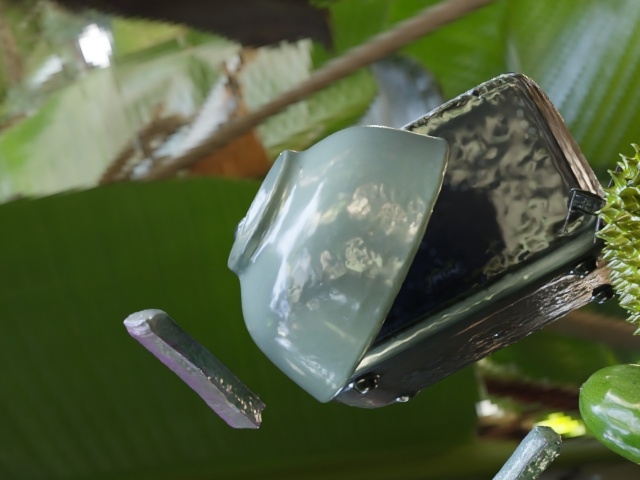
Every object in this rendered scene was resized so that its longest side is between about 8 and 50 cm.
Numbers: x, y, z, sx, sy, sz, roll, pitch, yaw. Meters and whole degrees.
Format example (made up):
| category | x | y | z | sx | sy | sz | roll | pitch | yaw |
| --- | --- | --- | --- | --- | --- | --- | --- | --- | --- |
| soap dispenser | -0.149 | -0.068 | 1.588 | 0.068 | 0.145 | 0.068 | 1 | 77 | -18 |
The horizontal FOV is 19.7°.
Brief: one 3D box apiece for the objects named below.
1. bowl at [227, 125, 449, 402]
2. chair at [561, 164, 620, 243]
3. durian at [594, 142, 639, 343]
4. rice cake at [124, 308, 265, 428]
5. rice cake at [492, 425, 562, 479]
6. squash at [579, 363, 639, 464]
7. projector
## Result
| category | x | y | z | sx | sy | sz | roll | pitch | yaw |
| --- | --- | --- | --- | --- | --- | --- | --- | --- | --- |
| bowl | 0.000 | 0.000 | 1.805 | 0.146 | 0.289 | 0.289 | 26 | -144 | -6 |
| chair | 0.269 | -0.040 | 1.845 | 0.037 | 0.042 | 0.086 | 97 | -164 | -56 |
| durian | 0.265 | 0.011 | 1.227 | 0.198 | 0.159 | 0.146 | 24 | -165 | -15 |
| rice cake | -0.123 | 0.128 | 1.838 | 0.207 | 0.047 | 0.036 | 48 | -136 | -43 |
| rice cake | 0.185 | 0.277 | 1.949 | 0.033 | 0.207 | 0.033 | 21 | -155 | -33 |
| squash | 0.401 | 0.204 | 1.660 | 0.101 | 0.378 | 0.101 | -44 | -34 | -40 |
| projector | 0.148 | 0.019 | 2.158 | 0.242 | 0.395 | 0.405 | 62 | -172 | 14 |
